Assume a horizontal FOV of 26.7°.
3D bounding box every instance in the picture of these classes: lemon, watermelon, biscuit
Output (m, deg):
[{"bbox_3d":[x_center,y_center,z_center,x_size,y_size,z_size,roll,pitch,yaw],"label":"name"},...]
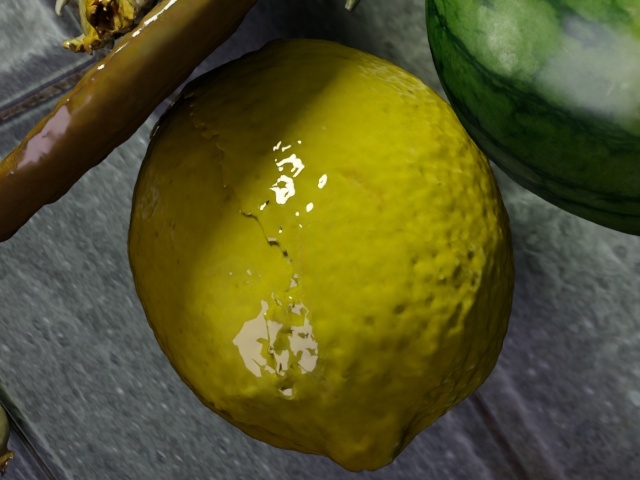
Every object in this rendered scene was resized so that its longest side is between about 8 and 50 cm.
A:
[{"bbox_3d":[0.000,0.000,0.727,0.204,0.204,0.260,116,143,-50],"label":"lemon"},{"bbox_3d":[0.129,-0.100,0.540,0.214,0.188,0.188,36,142,27],"label":"watermelon"},{"bbox_3d":[-0.090,-0.088,0.699,0.037,0.262,0.262,44,143,-10],"label":"biscuit"}]

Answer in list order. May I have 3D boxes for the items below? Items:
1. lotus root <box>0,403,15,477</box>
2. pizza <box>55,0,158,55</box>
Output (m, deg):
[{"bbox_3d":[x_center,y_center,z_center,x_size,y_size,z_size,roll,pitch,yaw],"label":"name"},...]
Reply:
[{"bbox_3d":[-0.342,0.168,1.313,0.073,0.062,0.150,-11,115,56],"label":"lotus root"},{"bbox_3d":[-0.101,-0.196,0.716,0.297,0.071,0.189,108,147,-42],"label":"pizza"}]
